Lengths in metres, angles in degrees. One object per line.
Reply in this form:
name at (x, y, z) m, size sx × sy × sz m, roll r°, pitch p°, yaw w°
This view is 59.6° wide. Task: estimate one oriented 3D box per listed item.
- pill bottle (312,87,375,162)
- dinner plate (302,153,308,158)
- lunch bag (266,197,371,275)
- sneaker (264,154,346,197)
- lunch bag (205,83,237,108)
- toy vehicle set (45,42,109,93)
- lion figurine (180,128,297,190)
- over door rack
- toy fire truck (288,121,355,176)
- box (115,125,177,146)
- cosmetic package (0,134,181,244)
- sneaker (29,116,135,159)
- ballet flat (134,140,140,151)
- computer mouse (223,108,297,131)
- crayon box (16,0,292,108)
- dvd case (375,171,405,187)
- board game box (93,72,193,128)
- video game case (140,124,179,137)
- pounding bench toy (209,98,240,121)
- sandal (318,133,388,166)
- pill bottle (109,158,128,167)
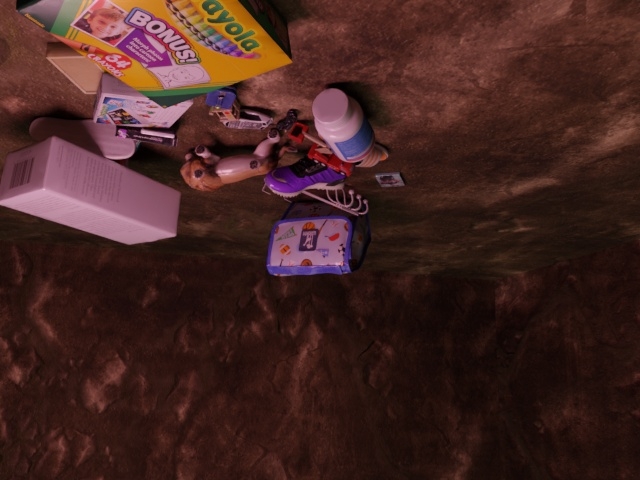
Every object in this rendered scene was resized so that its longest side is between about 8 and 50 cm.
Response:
pill bottle at (0.058, -0.292, 1.416) m, size 0.124 × 0.124 × 0.221 m, roll -2°, pitch 166°, yaw 17°
dinner plate at (0.011, -0.255, 1.818) m, size 0.141 × 0.017 × 0.141 m, roll 1°, pitch 166°, yaw 0°
lunch bag at (0.000, 0.000, 2.125) m, size 0.328 × 0.238 × 0.385 m, roll -2°, pitch -150°, yaw 19°
sneaker at (-0.031, -0.224, 1.693) m, size 0.293 × 0.102 × 0.146 m, roll -12°, pitch 145°, yaw -34°
lunch bag at (-0.234, -0.355, 1.325) m, size 0.067 × 0.065 × 0.098 m, roll 6°, pitch 167°, yaw -17°
toy vehicle set at (-0.453, -0.391, 1.273) m, size 0.267 × 0.035 × 0.166 m, roll 1°, pitch 167°, yaw 6°
lion figurine at (-0.251, -0.231, 1.709) m, size 0.392 × 0.142 × 0.240 m, roll -3°, pitch 174°, yaw 5°
over door rack at (-0.007, -0.173, 1.946) m, size 0.324 × 0.108 × 0.239 m, roll 12°, pitch 179°, yaw 18°
toy fire truck at (0.010, -0.255, 1.575) m, size 0.192 × 0.047 × 0.135 m, roll 26°, pitch 171°, yaw 9°
box at (-0.484, -0.300, 1.555) m, size 0.162 × 0.029 × 0.116 m, roll 8°, pitch -158°, yaw -23°
cosmetic package at (-0.663, -0.129, 1.654) m, size 0.230 × 0.161 × 0.453 m, roll -8°, pitch 160°, yaw 31°
sneaker at (-0.674, -0.284, 1.650) m, size 0.293 × 0.108 × 0.169 m, roll 12°, pitch 169°, yaw -1°
ballet flat at (-0.561, -0.299, 1.686) m, size 0.041 × 0.041 × 0.114 m, roll 9°, pitch 164°, yaw -26°
computer mouse at (-0.164, -0.327, 1.494) m, size 0.193 × 0.042 × 0.106 m, roll 1°, pitch 172°, yaw -17°
crayon box at (-0.271, -0.396, 0.994) m, size 0.313 × 0.106 × 0.363 m, roll -12°, pitch 163°, yaw 22°
dvd case at (0.246, -0.213, 1.959) m, size 0.087 × 0.013 × 0.119 m, roll -2°, pitch 167°, yaw 17°
board game box at (-0.435, -0.327, 1.345) m, size 0.193 × 0.053 × 0.305 m, roll 0°, pitch 180°, yaw -26°
video game case at (-0.438, -0.306, 1.534) m, size 0.087 × 0.011 × 0.122 m, roll 7°, pitch -158°, yaw -11°
pounding bench toy at (-0.254, -0.340, 1.420) m, size 0.083 × 0.052 × 0.065 m, roll 0°, pitch 166°, yaw 12°
sandal at (0.092, -0.259, 1.653) m, size 0.265 × 0.076 × 0.102 m, roll 14°, pitch 162°, yaw -41°
pill bottle at (-0.739, -0.237, 1.789) m, size 0.221 × 0.121 × 0.121 m, roll 8°, pitch 165°, yaw -24°
